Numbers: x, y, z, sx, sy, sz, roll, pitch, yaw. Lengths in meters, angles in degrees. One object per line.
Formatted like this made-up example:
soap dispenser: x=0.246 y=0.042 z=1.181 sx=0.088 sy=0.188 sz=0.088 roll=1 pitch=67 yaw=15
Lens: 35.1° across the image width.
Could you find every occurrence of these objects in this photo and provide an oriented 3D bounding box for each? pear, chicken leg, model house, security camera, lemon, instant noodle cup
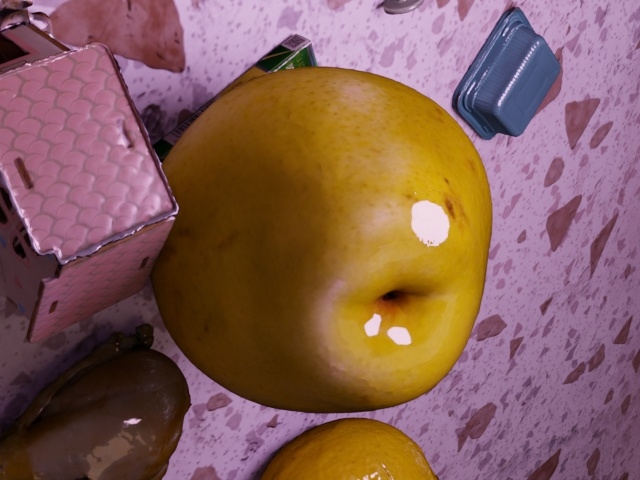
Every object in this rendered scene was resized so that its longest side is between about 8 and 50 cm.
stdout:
pear: x=0.000 y=0.000 z=1.032 sx=0.362 sy=0.418 sz=0.363 roll=-8 pitch=110 yaw=-22
chicken leg: x=-0.334 y=0.249 z=1.126 sx=0.429 sy=0.152 sz=0.202 roll=-20 pitch=118 yaw=-30
model house: x=-0.237 y=-0.068 z=0.907 sx=0.169 sy=0.244 sz=0.326 roll=-24 pitch=131 yaw=-31
security camera: x=0.091 y=-0.333 z=1.258 sx=0.058 sy=0.058 sz=0.092 roll=-38 pitch=127 yaw=-24
lemon: x=0.042 y=0.414 z=1.539 sx=0.297 sy=0.297 sz=0.297 roll=-28 pitch=134 yaw=-33
instant noodle cup: x=0.292 y=-0.240 z=1.529 sx=0.179 sy=0.070 sz=0.157 roll=-59 pitch=145 yaw=0

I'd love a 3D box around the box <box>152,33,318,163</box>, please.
box: x=-0.087 y=-0.127 z=1.204 sx=0.235 sy=0.034 sz=0.132 roll=-42 pitch=140 yaw=-19
